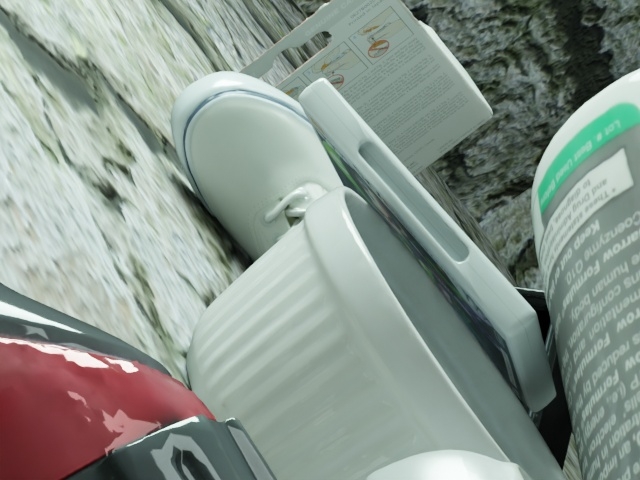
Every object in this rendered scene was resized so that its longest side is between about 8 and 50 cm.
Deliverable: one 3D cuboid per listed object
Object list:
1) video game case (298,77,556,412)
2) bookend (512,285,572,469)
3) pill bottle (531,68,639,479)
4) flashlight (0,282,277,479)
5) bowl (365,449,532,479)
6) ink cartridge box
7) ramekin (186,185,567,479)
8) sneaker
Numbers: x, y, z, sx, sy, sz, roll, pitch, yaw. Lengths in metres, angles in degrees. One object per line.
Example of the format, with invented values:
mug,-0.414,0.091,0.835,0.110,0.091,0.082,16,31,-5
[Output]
video game case,0.063,0.009,0.894,0.173,0.022,0.190,50,-2,21
bookend,0.097,0.110,1.142,0.157,0.156,0.072,8,-17,28
pill bottle,0.222,0.098,0.751,0.204,0.204,0.361,46,29,-44
flashlight,-0.120,-0.015,0.405,0.304,0.103,0.103,56,-18,16
bowl,0.083,0.143,0.574,0.142,0.053,0.142,50,7,-29
ink cartridge box,0.010,-0.105,1.213,0.225,0.181,0.056,42,14,-51
ramekin,0.027,0.087,0.777,0.207,0.109,0.207,53,8,-10
sneaker,0.000,0.000,1.028,0.258,0.094,0.091,50,5,-32
